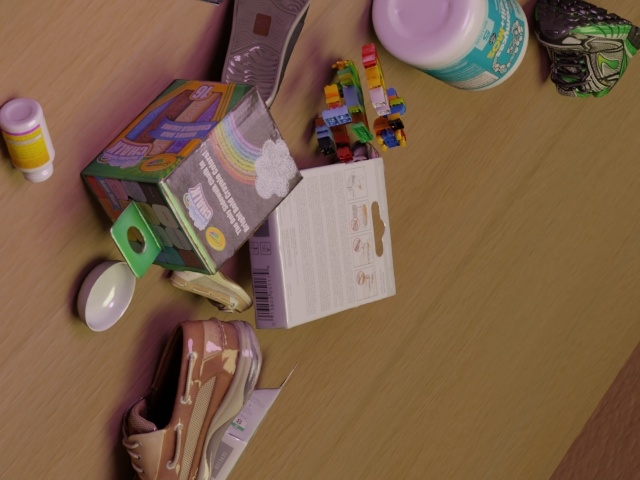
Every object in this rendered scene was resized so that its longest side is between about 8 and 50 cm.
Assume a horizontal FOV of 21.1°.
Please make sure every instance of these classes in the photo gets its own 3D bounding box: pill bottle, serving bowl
[{"bbox_3d":[-0.281,-0.095,1.655,0.043,0.043,0.083,-48,149,-30],"label":"pill bottle"},{"bbox_3d":[-0.239,0.057,1.882,0.083,0.027,0.083,-42,145,-38],"label":"serving bowl"},{"bbox_3d":[0.181,-0.277,2.235,0.264,0.146,0.146,12,102,-64],"label":"pill bottle"}]

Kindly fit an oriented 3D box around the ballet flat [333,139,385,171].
[{"bbox_3d":[0.009,-0.040,2.216,0.221,0.077,0.079,-58,140,-20],"label":"ballet flat"}]

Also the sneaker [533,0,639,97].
[{"bbox_3d":[0.413,-0.290,2.666,0.343,0.134,0.146,8,106,-63],"label":"sneaker"}]

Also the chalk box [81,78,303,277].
[{"bbox_3d":[-0.147,-0.053,1.801,0.213,0.132,0.132,-47,127,-29],"label":"chalk box"}]

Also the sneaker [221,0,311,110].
[{"bbox_3d":[-0.066,-0.229,1.921,0.118,0.083,0.222,118,-9,-74],"label":"sneaker"}]

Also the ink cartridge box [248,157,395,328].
[{"bbox_3d":[0.000,0.000,2.154,0.232,0.066,0.189,-15,102,-56],"label":"ink cartridge box"}]

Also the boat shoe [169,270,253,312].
[{"bbox_3d":[-0.131,0.058,2.057,0.048,0.056,0.153,-53,151,-3],"label":"boat shoe"}]

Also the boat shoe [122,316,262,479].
[{"bbox_3d":[-0.185,0.229,2.062,0.116,0.123,0.324,16,106,-29],"label":"boat shoe"}]

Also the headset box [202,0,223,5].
[{"bbox_3d":[-0.169,-0.350,1.409,0.131,0.246,0.283,-3,115,-60],"label":"headset box"}]

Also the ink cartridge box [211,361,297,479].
[{"bbox_3d":[-0.118,0.259,2.227,0.181,0.056,0.225,-59,179,29],"label":"ink cartridge box"}]

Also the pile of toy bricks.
[{"bbox_3d":[0.042,-0.179,2.128,0.212,0.118,0.105,51,27,-72],"label":"pile of toy bricks"}]
